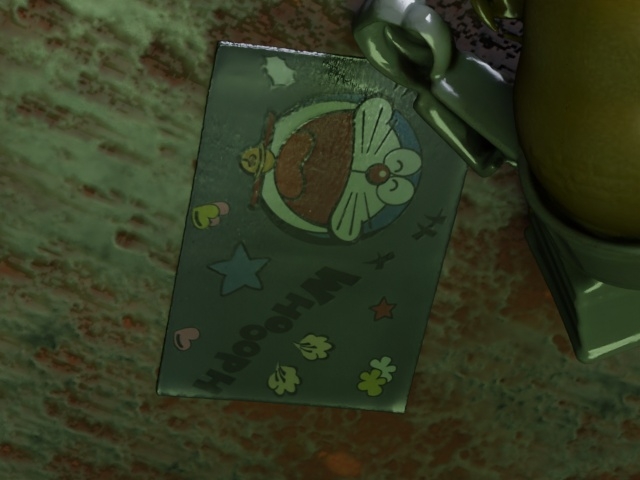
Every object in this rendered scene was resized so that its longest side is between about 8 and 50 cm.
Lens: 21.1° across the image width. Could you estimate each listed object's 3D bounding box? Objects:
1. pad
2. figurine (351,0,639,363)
[{"bbox_3d":[0.000,0.000,1.053,0.170,0.006,0.246,6,118,-14],"label":"pad"},{"bbox_3d":[0.182,-0.062,0.905,0.342,0.167,0.285,-4,136,17],"label":"figurine"}]
